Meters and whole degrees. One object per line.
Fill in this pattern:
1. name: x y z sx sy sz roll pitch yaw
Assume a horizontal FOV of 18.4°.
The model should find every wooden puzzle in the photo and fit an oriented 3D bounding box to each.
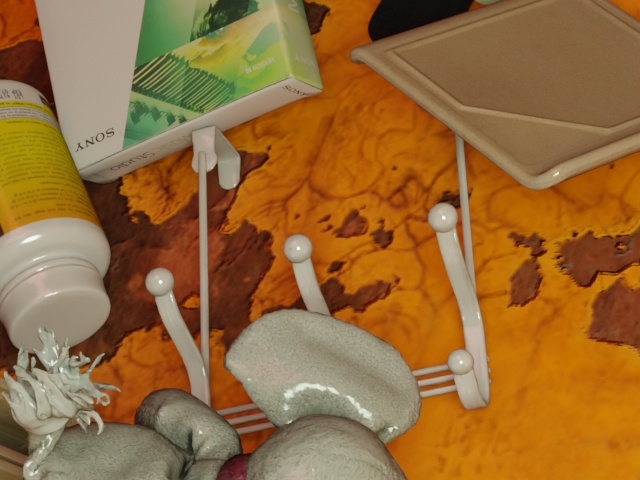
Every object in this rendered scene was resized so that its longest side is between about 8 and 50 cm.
1. wooden puzzle: 0.174 -0.116 1.479 0.221 0.044 0.239 -21 39 -30

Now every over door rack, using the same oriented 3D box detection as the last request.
1. over door rack: 0.000 0.000 1.471 0.240 0.108 0.324 -12 46 16

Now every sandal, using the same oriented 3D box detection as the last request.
1. sandal: 0.111 -0.259 1.683 0.097 0.054 0.254 0 52 28

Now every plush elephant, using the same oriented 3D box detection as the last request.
1. plush elephant: -0.049 0.189 1.233 0.255 0.330 0.272 6 44 8

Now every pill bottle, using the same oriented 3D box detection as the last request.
1. pill bottle: -0.242 -0.018 1.586 0.117 0.117 0.215 -28 58 2

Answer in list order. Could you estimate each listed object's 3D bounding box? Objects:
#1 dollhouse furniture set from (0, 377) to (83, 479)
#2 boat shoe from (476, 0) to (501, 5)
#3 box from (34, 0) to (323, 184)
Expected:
1. dollhouse furniture set: -0.282 0.173 1.476 0.184 0.129 0.129 -42 35 32
2. boat shoe: 0.213 -0.264 1.622 0.228 0.081 0.068 -25 41 -5
3. box: -0.138 -0.235 1.655 0.232 0.058 0.322 -22 73 27
